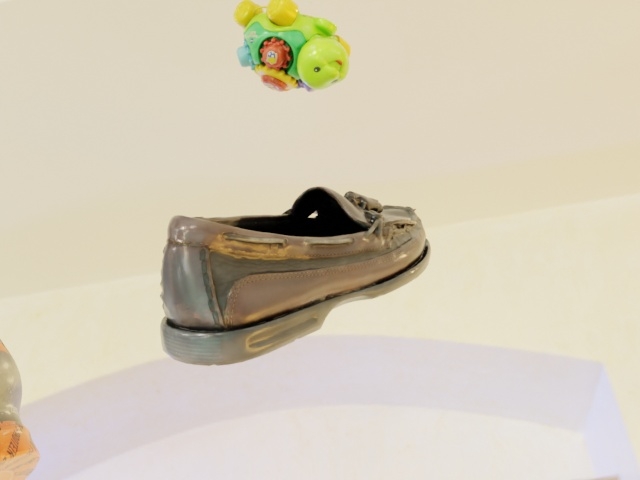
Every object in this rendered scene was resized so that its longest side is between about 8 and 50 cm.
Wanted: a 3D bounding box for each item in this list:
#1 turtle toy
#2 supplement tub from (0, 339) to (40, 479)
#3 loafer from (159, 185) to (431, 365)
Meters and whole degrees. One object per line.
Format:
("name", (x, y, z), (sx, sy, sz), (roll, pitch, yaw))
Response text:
("turtle toy", (-0.023, -0.166, 0.634), (0.095, 0.066, 0.130), (25, -7, -41))
("supplement tub", (-0.366, 0.082, 0.547), (0.194, 0.316, 0.193), (-36, -13, -9))
("loafer", (0.000, 0.000, 0.542), (0.109, 0.095, 0.302), (3, 16, 33))
